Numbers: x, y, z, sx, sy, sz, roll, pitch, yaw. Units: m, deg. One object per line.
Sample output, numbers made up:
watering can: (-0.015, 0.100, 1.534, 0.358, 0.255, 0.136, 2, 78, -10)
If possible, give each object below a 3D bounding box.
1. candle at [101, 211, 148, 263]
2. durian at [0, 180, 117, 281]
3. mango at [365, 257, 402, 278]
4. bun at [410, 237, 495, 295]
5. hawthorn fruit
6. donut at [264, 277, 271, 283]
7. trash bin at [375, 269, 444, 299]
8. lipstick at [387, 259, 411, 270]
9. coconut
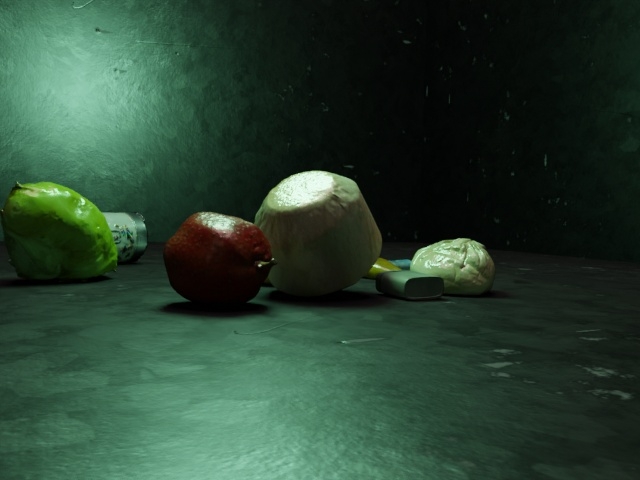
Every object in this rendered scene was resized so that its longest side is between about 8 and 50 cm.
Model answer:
candle: (-0.749, -0.007, 2.132, 0.188, 0.187, 0.330, 3, 4, 37)
durian: (-0.677, -0.011, 1.646, 0.256, 0.339, 0.205, -29, 43, -36)
mango: (0.177, 0.088, 1.939, 0.188, 0.066, 0.101, 15, 12, 41)
bun: (0.348, 0.065, 1.654, 0.230, 0.145, 0.229, 5, 3, 0)
hawthorn fruit: (-0.193, 0.043, 1.303, 0.253, 0.204, 0.205, 11, 7, 32)
donut: (-0.088, 0.060, 1.758, 0.254, 0.118, 0.253, 4, 3, 0)
trash bin: (0.215, 0.107, 1.533, 0.116, 0.059, 0.130, -2, 5, -26)
lipstick: (0.237, 0.088, 2.061, 0.048, 0.048, 0.158, 4, 4, 44)
coconut: (0.000, 0.000, 1.527, 0.329, 0.328, 0.329, 2, 3, 0)
